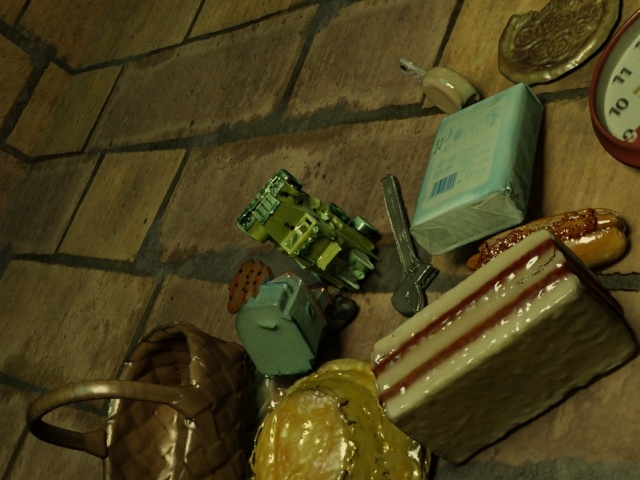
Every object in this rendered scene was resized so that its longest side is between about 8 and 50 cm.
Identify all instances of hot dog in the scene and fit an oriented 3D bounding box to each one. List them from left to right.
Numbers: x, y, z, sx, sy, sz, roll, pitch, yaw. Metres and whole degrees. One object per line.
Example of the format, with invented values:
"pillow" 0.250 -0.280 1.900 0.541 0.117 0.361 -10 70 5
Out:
"hot dog" 0.308 0.014 1.371 0.249 0.076 0.102 -20 52 38

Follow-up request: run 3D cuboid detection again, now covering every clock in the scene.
"clock" 0.513 -0.231 1.325 0.318 0.080 0.318 -35 38 33

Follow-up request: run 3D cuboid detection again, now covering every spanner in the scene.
"spanner" 0.137 0.001 1.625 0.093 0.026 0.325 -38 38 25

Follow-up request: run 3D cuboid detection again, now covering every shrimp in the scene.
"shrimp" -0.090 0.268 1.618 0.221 0.110 0.445 32 92 49

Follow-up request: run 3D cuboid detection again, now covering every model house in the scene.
"model house" -0.048 0.115 1.532 0.120 0.148 0.148 -10 29 31

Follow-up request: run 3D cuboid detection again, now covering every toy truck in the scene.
"toy truck" -0.003 -0.003 1.585 0.128 0.260 0.135 -50 36 8

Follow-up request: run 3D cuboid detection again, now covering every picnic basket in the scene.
"picnic basket" -0.289 0.282 1.504 0.293 0.337 0.337 -31 42 41

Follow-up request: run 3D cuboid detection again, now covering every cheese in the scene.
"cheese" 0.206 -0.269 1.699 0.047 0.092 0.171 -47 41 -12

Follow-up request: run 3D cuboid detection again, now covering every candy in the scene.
"candy" 0.231 0.143 1.270 0.321 0.179 0.135 -40 40 22

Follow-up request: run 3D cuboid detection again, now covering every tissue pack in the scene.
"tissue pack" 0.245 -0.110 1.494 0.177 0.089 0.263 -23 31 37

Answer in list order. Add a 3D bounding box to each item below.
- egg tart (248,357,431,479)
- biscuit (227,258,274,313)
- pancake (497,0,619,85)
"egg tart" 0.005 0.321 1.408 0.341 0.132 0.341 -20 53 29
"biscuit" -0.134 0.082 1.876 0.130 0.019 0.119 -9 57 45
"pancake" 0.390 -0.350 1.601 0.235 0.029 0.212 -43 39 21
